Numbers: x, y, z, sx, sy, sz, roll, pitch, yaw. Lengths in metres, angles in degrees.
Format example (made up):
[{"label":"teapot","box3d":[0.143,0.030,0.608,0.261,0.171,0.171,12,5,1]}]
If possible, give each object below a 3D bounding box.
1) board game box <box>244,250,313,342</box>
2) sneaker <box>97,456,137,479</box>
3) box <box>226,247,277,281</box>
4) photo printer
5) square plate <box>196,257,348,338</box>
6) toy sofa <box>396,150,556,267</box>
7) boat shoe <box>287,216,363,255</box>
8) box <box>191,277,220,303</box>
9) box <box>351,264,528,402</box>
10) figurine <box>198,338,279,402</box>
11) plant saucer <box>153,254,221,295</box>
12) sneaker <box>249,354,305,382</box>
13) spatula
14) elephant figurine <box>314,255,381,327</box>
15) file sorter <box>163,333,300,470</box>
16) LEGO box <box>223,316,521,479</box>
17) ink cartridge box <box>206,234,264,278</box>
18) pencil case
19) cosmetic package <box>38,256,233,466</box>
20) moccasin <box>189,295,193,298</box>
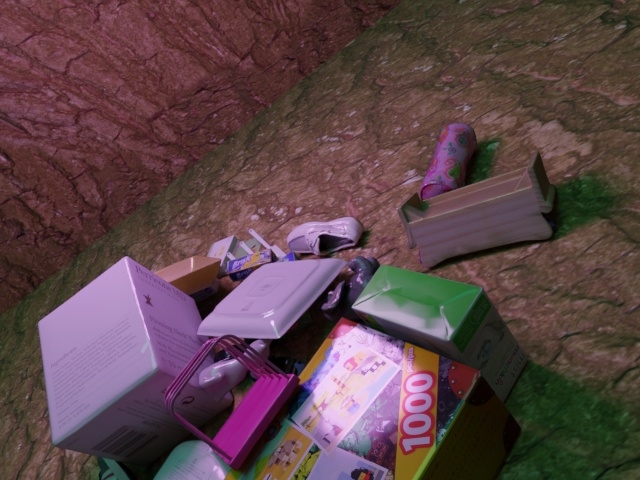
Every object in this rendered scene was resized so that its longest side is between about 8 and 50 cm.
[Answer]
[{"label":"board game box","box3d":[-0.141,0.187,1.635,0.213,0.046,0.317,-34,31,11]},{"label":"sneaker","box3d":[-0.566,0.679,1.392,0.178,0.124,0.295,-43,31,-24]},{"label":"box","box3d":[-0.233,0.084,1.812,0.168,0.054,0.059,-18,48,15]},{"label":"photo printer","box3d":[-0.306,0.611,1.205,0.255,0.107,0.308,0,48,47]},{"label":"square plate","box3d":[-0.143,0.149,1.506,0.347,0.049,0.344,-7,27,41]},{"label":"toy sofa","box3d":[0.391,-0.071,1.331,0.362,0.177,0.150,-18,13,32]},{"label":"boat shoe","box3d":[0.000,0.000,1.673,0.276,0.098,0.096,-15,38,33]},{"label":"box","box3d":[-0.519,0.218,1.979,0.323,0.063,0.067,-28,33,19]},{"label":"box","box3d":[0.235,0.180,1.062,0.261,0.231,0.127,12,58,52]},{"label":"figurine","box3d":[-0.197,0.305,1.401,0.209,0.092,0.215,-37,2,9]},{"label":"plant saucer","box3d":[-0.516,0.152,1.798,0.332,0.081,0.332,-25,12,-26]},{"label":"sneaker","box3d":[-0.121,0.331,1.391,0.188,0.078,0.067,-21,36,42]},{"label":"spatula","box3d":[-0.239,0.057,1.888,0.168,0.019,0.242,-47,46,-6]},{"label":"elephant figurine","box3d":[0.076,0.166,1.358,0.239,0.186,0.169,-41,70,18]},{"label":"file sorter","box3d":[-0.208,0.321,1.126,0.202,0.182,0.290,-52,7,-22]},{"label":"LEGO box","box3d":[0.058,0.430,0.967,0.372,0.193,0.500,11,57,52]},{"label":"ink cartridge box","box3d":[-0.335,0.052,2.008,0.235,0.056,0.171,-21,35,31]},{"label":"pencil case","box3d":[0.371,-0.210,1.534,0.124,0.124,0.284,-11,42,39]},{"label":"cosmetic package","box3d":[-0.509,0.333,1.460,0.327,0.329,0.394,-37,52,4]},{"label":"moccasin","box3d":[-0.549,0.330,1.781,0.380,0.139,0.147,-50,-9,-29]}]
